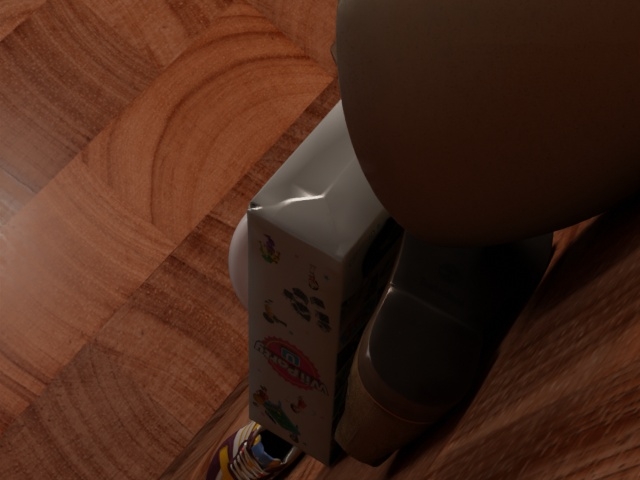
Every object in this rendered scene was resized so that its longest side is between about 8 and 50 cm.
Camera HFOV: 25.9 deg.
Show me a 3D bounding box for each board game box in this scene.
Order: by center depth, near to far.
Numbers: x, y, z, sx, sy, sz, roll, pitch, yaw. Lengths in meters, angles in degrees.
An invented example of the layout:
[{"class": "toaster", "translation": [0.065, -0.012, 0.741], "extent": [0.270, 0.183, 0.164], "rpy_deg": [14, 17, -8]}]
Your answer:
[{"class": "board game box", "translation": [0.035, 0.018, 1.188], "extent": [0.224, 0.098, 0.303], "rpy_deg": [-50, -22, -32]}]

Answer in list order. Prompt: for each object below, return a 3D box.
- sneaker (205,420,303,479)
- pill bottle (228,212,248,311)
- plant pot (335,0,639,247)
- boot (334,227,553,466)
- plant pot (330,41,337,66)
[{"class": "sneaker", "translation": [-0.066, 0.224, 1.472], "extent": [0.185, 0.069, 0.084], "rpy_deg": [-49, -4, 19]}, {"class": "pill bottle", "translation": [0.000, 0.000, 2.227], "extent": [0.229, 0.229, 0.407], "rpy_deg": [-48, 1, 13]}, {"class": "plant pot", "translation": [0.172, -0.134, 0.958], "extent": [0.191, 0.284, 0.284], "rpy_deg": [2, 37, 38]}, {"class": "boot", "translation": [0.088, 0.049, 1.068], "extent": [0.305, 0.112, 0.115], "rpy_deg": [-53, -6, -47]}, {"class": "plant pot", "translation": [0.173, -0.146, 1.408], "extent": [0.229, 0.263, 0.263], "rpy_deg": [-31, 4, 7]}]
